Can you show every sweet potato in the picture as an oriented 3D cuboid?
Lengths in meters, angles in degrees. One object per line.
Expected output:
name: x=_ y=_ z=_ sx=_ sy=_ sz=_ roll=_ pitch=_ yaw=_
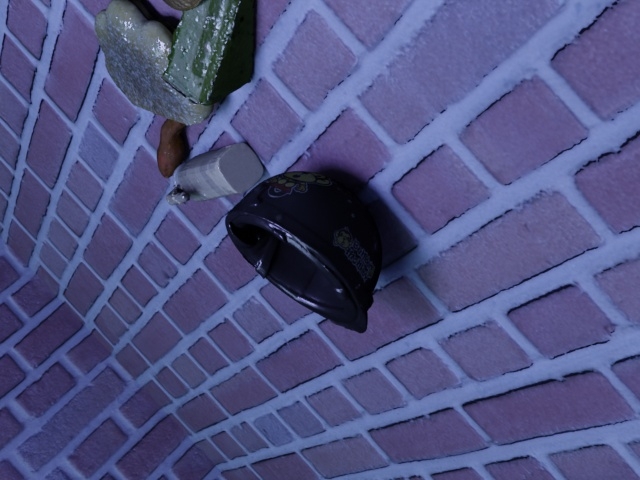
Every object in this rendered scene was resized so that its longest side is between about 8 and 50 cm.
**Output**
sweet potato: x=-0.252 y=-0.180 z=1.707 sx=0.050 sy=0.050 sz=0.214 roll=42 pitch=147 yaw=9

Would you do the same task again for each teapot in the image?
teapot: x=-0.189 y=-0.100 z=1.655 sx=0.077 sy=0.107 sz=0.200 roll=52 pitch=153 yaw=-18

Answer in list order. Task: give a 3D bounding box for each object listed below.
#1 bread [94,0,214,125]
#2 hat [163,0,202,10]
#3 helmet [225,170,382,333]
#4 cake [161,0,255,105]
bread: x=-0.281 y=-0.289 z=1.565 sx=0.287 sy=0.056 sz=0.207 roll=20 pitch=142 yaw=49
hat: x=-0.214 y=-0.372 z=1.304 sx=0.146 sy=0.067 sz=0.146 roll=20 pitch=120 yaw=39
helmet: x=0.000 y=0.000 z=1.465 sx=0.231 sy=0.160 sz=0.279 roll=10 pitch=150 yaw=50
cake: x=-0.136 y=-0.309 z=1.376 sx=0.100 sy=0.099 sz=0.235 roll=39 pitch=132 yaw=18
